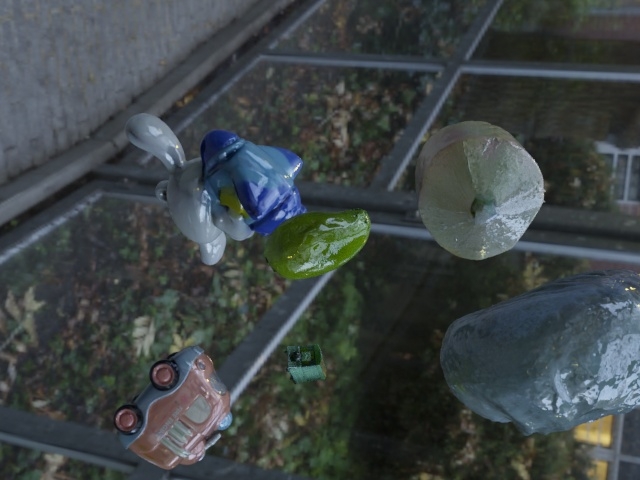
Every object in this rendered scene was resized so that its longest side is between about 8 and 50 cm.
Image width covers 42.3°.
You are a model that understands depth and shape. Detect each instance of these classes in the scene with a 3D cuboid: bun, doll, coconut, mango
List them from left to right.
[{"bbox_3d":[-0.167,-0.095,1.634,0.376,0.365,0.187,49,50,-54],"label":"doll"},{"bbox_3d":[0.000,0.000,1.177,0.091,0.165,0.074,71,-13,-15],"label":"mango"},{"bbox_3d":[0.144,-0.048,0.763,0.122,0.116,0.116,-83,171,-66],"label":"coconut"},{"bbox_3d":[0.359,0.169,1.242,0.211,0.362,0.362,69,18,7],"label":"bun"}]

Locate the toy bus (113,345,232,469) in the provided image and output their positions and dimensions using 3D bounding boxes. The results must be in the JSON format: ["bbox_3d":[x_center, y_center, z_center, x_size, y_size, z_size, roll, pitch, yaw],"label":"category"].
[{"bbox_3d":[-0.336,0.404,1.961,0.288,0.232,0.194,-49,175,-1],"label":"toy bus"}]

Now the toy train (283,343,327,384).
[{"bbox_3d":[-0.022,0.181,1.212,0.093,0.056,0.038,75,9,-64],"label":"toy train"}]
